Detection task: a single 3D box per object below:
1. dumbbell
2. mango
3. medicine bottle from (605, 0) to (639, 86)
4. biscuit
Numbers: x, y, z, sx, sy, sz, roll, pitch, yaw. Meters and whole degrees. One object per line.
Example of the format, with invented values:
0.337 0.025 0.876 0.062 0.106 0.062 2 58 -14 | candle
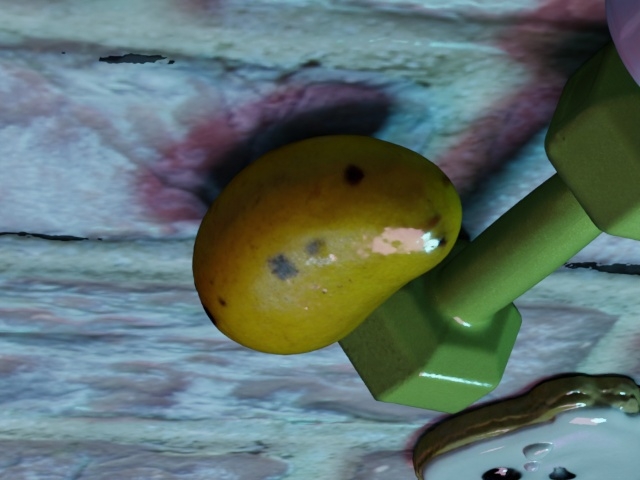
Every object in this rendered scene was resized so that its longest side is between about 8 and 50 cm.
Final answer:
0.125 -0.001 1.122 0.108 0.121 0.302 35 136 -12 | dumbbell
-0.003 -0.002 1.103 0.115 0.090 0.178 41 133 -11 | mango
0.226 -0.136 0.883 0.135 0.135 0.168 9 148 -25 | medicine bottle
0.176 0.173 1.503 0.208 0.049 0.181 -23 146 23 | biscuit
